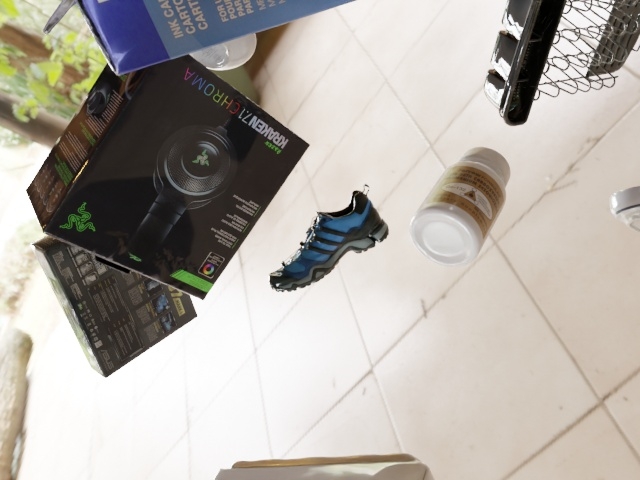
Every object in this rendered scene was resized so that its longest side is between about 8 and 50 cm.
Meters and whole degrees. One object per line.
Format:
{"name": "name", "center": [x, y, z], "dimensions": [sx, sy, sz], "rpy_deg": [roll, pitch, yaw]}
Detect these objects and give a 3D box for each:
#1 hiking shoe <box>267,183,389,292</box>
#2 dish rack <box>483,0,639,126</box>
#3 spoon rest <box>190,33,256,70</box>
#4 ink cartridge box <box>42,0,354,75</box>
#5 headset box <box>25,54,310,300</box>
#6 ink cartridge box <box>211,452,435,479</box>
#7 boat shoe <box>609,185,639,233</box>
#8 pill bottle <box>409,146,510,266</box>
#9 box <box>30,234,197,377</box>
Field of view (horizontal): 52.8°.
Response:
{"name": "hiking shoe", "center": [0.000, 0.000, 1.452], "dimensions": [0.304, 0.132, 0.113], "rpy_deg": [-32, 16, -9]}
{"name": "dish rack", "center": [0.332, -0.266, 0.794], "dimensions": [0.074, 0.271, 0.208], "rpy_deg": [54, 148, 40]}
{"name": "spoon rest", "center": [-0.233, -0.335, 1.174], "dimensions": [0.276, 0.137, 0.084], "rpy_deg": [-26, 43, 34]}
{"name": "ink cartridge box", "center": [-0.076, -0.299, 0.582], "dimensions": [0.395, 0.151, 0.270], "rpy_deg": [-14, 37, 4]}
{"name": "headset box", "center": [-0.201, -0.088, 0.842], "dimensions": [0.283, 0.246, 0.131], "rpy_deg": [-54, 41, 4]}
{"name": "ink cartridge box", "center": [-0.046, 0.392, 0.578], "dimensions": [0.279, 0.161, 0.385], "rpy_deg": [-13, 21, 30]}
{"name": "boat shoe", "center": [0.464, 0.001, 0.767], "dimensions": [0.096, 0.267, 0.088], "rpy_deg": [149, 132, -63]}
{"name": "pill bottle", "center": [0.265, -0.070, 1.180], "dimensions": [0.131, 0.131, 0.229], "rpy_deg": [-25, 20, 48]}
{"name": "box", "center": [-0.309, 0.066, 0.998], "dimensions": [0.059, 0.233, 0.183], "rpy_deg": [15, 40, 44]}
